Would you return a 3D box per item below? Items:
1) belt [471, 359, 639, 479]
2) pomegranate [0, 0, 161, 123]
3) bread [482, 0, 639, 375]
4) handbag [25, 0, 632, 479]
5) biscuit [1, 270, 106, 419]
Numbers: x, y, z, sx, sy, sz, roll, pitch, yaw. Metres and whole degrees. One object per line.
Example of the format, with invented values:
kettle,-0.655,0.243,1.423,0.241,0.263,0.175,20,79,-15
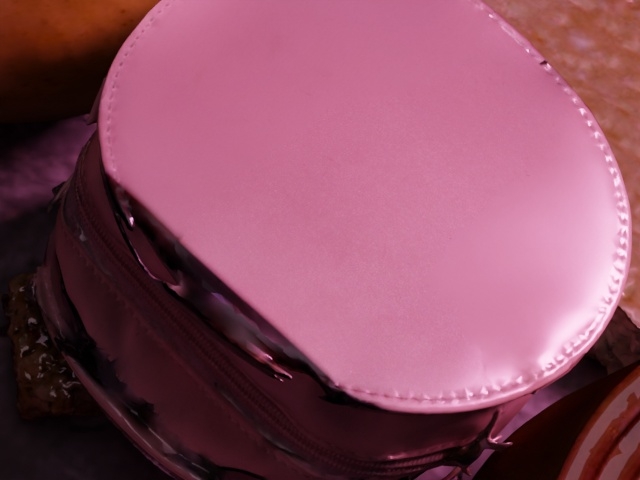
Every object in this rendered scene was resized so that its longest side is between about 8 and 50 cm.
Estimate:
belt,0.214,0.134,0.687,0.339,0.122,0.217,11,75,-7
pomegranate,-0.127,-0.152,0.775,0.233,0.233,0.233,4,58,-7
bread,0.169,-0.024,0.836,0.207,0.056,0.286,-34,73,-25
handbag,0.000,0.001,0.715,0.205,0.116,0.179,43,62,14
biscuit,-0.024,0.037,0.778,0.199,0.034,0.064,-4,61,-12
